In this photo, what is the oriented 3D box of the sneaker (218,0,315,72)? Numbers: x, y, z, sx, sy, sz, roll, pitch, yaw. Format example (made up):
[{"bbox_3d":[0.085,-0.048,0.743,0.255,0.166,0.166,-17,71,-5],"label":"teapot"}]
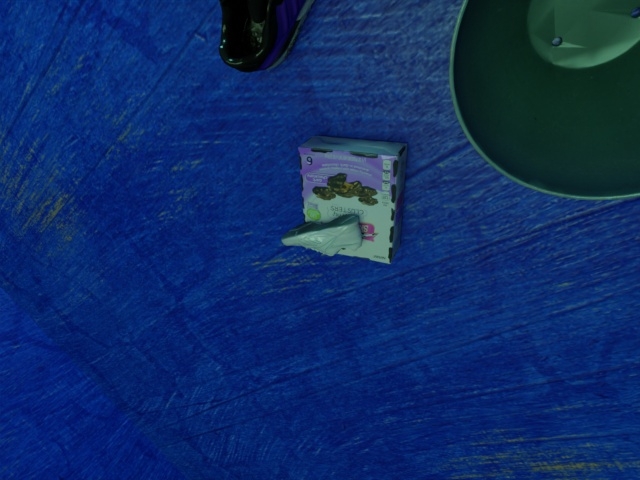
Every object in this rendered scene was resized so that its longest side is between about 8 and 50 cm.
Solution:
[{"bbox_3d":[-0.062,-0.353,0.537,0.102,0.146,0.293,33,128,5],"label":"sneaker"}]

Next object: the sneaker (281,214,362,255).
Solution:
[{"bbox_3d":[0.000,0.000,0.693,0.152,0.053,0.061,-6,119,31],"label":"sneaker"}]

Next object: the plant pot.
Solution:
[{"bbox_3d":[0.287,-0.215,0.408,0.291,0.195,0.290,12,132,13],"label":"plant pot"}]

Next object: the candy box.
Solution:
[{"bbox_3d":[0.056,-0.070,0.701,0.165,0.070,0.196,10,123,21],"label":"candy box"}]
